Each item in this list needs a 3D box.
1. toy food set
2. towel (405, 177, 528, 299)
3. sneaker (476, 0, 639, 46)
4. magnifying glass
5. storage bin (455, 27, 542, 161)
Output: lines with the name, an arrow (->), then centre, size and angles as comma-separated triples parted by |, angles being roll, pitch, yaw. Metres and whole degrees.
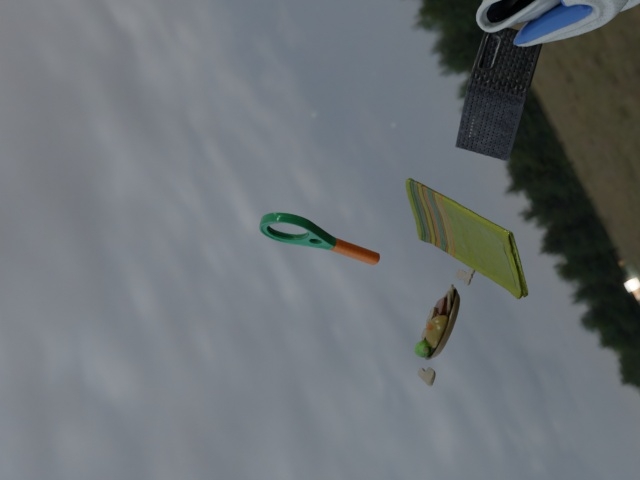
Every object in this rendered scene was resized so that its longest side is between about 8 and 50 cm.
toy food set -> 0.182, 0.127, 1.850 | 0.038, 0.192, 0.132 | 21, 178, -5
towel -> 0.186, -0.006, 1.542 | 0.237, 0.021, 0.102 | 35, 151, 56
sneaker -> 0.203, -0.270, 1.025 | 0.130, 0.236, 0.323 | 59, 168, -24
magnifying glass -> 0.000, 0.000, 2.064 | 0.231, 0.092, 0.026 | 18, -114, -24
storage bin -> 0.257, -0.212, 1.700 | 0.180, 0.084, 0.122 | 93, -164, -62
